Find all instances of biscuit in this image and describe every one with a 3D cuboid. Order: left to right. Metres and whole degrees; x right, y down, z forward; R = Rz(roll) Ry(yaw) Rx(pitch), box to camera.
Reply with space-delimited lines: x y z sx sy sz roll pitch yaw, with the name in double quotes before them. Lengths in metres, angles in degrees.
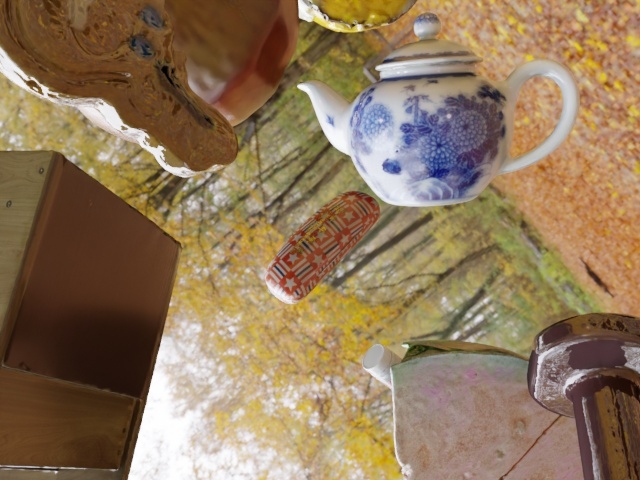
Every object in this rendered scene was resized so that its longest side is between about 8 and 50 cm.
"biscuit" -0.187 -0.179 0.509 0.320 0.047 0.183 53 -133 -19

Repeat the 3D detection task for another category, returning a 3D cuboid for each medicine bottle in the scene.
"medicine bottle" 0.129 0.239 1.141 0.091 0.058 0.058 40 -166 -22

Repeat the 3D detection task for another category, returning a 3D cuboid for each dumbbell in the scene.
"dumbbell" 0.244 0.180 0.502 0.225 0.124 0.140 -76 -17 -46

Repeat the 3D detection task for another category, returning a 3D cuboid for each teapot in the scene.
"teapot" 0.166 -0.199 0.930 0.252 0.423 0.280 -37 -53 -68

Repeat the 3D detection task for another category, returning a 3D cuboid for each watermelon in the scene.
"watermelon" 0.187 0.245 0.760 0.319 0.292 0.222 0 -175 -18

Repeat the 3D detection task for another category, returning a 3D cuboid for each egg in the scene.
"egg" 0.050 -0.593 1.284 0.337 0.337 0.201 43 174 -25

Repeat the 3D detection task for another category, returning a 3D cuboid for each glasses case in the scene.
"glasses case" 0.000 0.000 0.831 0.073 0.194 0.049 29 155 33

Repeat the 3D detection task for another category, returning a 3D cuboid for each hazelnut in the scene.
"hazelnut" -0.186 -0.295 0.811 0.366 0.366 0.366 46 -168 -13

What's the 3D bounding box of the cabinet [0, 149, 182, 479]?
"cabinet" -0.226 0.071 0.442 0.175 0.148 0.215 53 -138 -65
